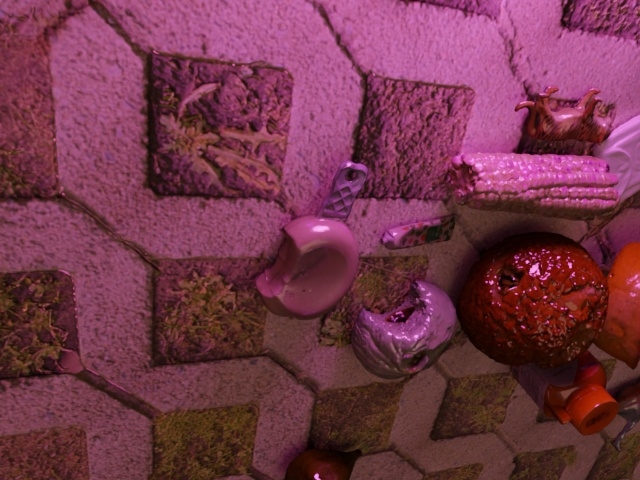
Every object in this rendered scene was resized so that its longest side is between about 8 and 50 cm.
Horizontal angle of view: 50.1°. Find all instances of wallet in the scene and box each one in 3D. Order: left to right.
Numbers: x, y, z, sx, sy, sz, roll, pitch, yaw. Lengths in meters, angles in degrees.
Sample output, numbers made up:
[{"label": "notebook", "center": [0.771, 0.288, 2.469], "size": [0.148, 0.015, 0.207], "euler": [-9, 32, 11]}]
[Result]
[{"label": "wallet", "center": [0.589, -0.146, 1.334], "size": [0.124, 0.032, 0.183], "euler": [-32, 130, -6]}]

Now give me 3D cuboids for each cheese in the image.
[{"label": "cheese", "center": [0.000, 0.000, 1.118], "size": [0.163, 0.082, 0.287], "euler": [6, 117, -30]}]

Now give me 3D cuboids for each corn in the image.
[{"label": "corn", "center": [0.382, -0.100, 1.208], "size": [0.334, 0.127, 0.127], "euler": [3, 121, -26]}]

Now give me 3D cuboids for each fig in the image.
[{"label": "fig", "center": [0.017, 0.512, 1.454], "size": [0.184, 0.132, 0.127], "euler": [11, 82, -37]}]

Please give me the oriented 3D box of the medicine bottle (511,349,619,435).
[{"label": "medicine bottle", "center": [0.542, 0.311, 1.511], "size": [0.149, 0.222, 0.112], "euler": [-20, 129, -12]}]

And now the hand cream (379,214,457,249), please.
[{"label": "hand cream", "center": [0.178, -0.011, 1.231], "size": [0.165, 0.037, 0.057], "euler": [-10, 127, -28]}]

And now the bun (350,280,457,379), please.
[{"label": "bun", "center": [0.166, 0.181, 1.297], "size": [0.203, 0.126, 0.212], "euler": [31, 105, -40]}]

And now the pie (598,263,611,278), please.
[{"label": "pie", "center": [0.612, 0.085, 1.520], "size": [0.085, 0.017, 0.085], "euler": [-13, 128, -17]}]

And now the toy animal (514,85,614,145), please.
[{"label": "toy animal", "center": [0.430, -0.213, 1.190], "size": [0.241, 0.057, 0.099], "euler": [-5, 125, -24]}]

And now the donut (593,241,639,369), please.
[{"label": "donut", "center": [0.663, 0.127, 1.455], "size": [0.277, 0.108, 0.278], "euler": [-37, 137, -46]}]

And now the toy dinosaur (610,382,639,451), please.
[{"label": "toy dinosaur", "center": [0.814, 0.459, 1.841], "size": [0.392, 0.092, 0.206], "euler": [25, 109, -35]}]

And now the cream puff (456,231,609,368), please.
[{"label": "cream puff", "center": [0.429, 0.131, 1.334], "size": [0.302, 0.212, 0.303], "euler": [-15, 129, -19]}]
